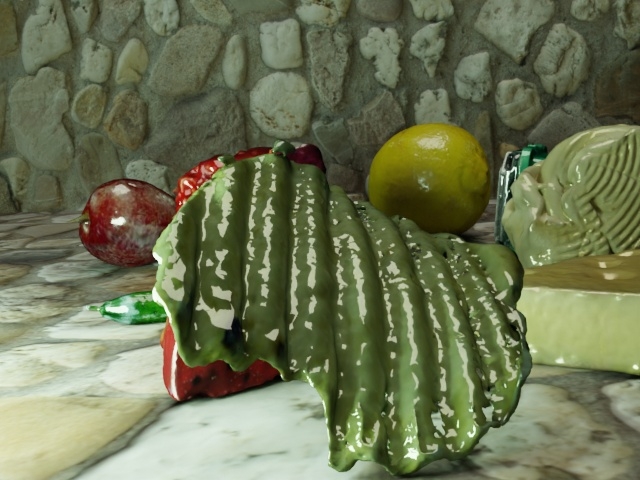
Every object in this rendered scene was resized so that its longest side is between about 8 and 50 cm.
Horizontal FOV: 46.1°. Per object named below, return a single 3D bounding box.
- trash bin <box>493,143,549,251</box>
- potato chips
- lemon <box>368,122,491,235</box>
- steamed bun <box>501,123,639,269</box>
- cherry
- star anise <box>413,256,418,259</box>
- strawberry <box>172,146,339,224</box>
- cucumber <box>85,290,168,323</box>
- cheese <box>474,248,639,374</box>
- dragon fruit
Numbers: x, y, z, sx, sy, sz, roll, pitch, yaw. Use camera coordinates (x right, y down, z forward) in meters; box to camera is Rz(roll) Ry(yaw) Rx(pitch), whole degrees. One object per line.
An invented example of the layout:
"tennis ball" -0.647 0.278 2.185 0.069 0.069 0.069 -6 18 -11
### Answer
"trash bin" 0.591 -0.068 1.633 0.381 0.259 0.295 8 11 24
"potato chips" 0.037 0.040 0.780 0.373 0.097 0.389 29 36 2
"lemon" 0.293 -0.156 2.041 0.347 0.348 0.348 -2 8 0
"steamed bun" 0.445 -0.045 1.289 0.275 0.289 0.203 -6 5 -7
"cherry" -0.448 -0.041 1.807 0.300 0.203 0.230 5 -33 -30
"star anise" 0.104 0.029 1.632 0.204 0.061 0.181 -3 28 -8
"strawberry" -0.073 -0.013 1.356 0.345 0.295 0.317 24 -7 31
"cucumber" -0.256 0.110 1.238 0.250 0.056 0.056 -4 8 -21
"cheese" 0.426 0.085 1.018 0.383 0.104 0.384 -3 9 0
"dragon fruit" -0.056 0.037 0.976 0.240 0.330 0.302 19 3 -7
